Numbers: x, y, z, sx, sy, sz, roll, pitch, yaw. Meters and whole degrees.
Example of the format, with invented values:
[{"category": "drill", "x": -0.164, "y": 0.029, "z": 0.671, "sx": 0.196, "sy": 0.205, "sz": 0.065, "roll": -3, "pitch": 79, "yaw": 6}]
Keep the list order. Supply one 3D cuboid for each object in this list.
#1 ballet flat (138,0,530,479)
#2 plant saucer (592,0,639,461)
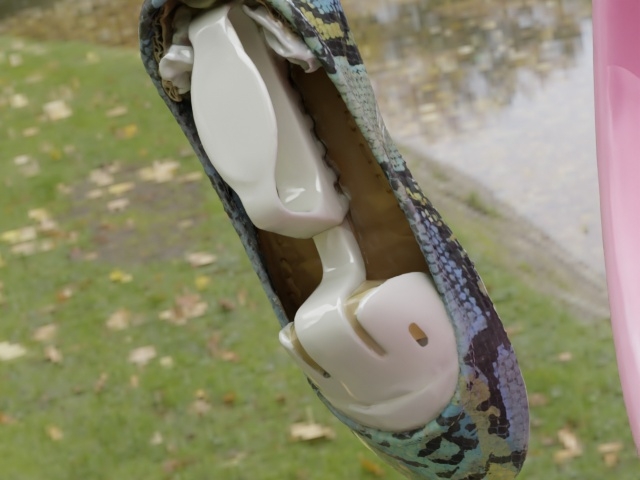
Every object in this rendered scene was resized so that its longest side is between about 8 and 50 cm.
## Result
[{"category": "ballet flat", "x": 0.000, "y": 0.000, "z": 0.464, "sx": 0.070, "sy": 0.188, "sz": 0.070, "roll": -28, "pitch": 4, "yaw": 2}, {"category": "plant saucer", "x": 0.133, "y": -0.084, "z": 0.431, "sx": 0.084, "sy": 0.332, "sz": 0.332, "roll": -1, "pitch": 16, "yaw": 2}]
